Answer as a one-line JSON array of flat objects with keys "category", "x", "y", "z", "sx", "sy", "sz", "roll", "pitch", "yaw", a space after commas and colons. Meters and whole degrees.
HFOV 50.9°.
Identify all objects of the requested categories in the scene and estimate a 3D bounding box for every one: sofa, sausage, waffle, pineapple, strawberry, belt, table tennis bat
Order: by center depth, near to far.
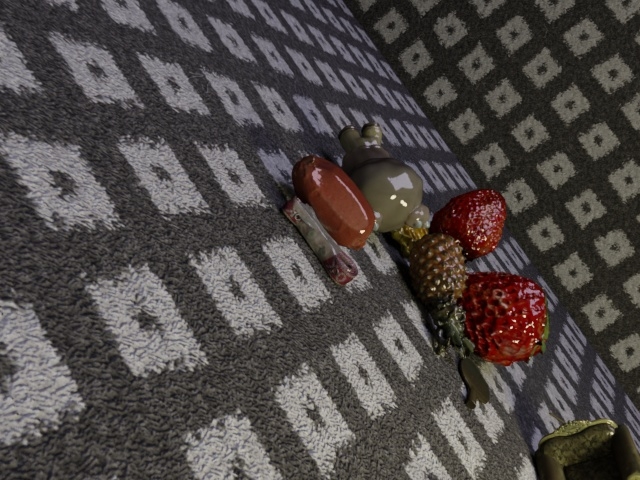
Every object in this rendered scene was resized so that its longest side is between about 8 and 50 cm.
[{"category": "belt", "x": 0.000, "y": 0.000, "z": 1.536, "sx": 0.232, "sy": 0.053, "sz": 0.071, "roll": 53, "pitch": 30, "yaw": 0}, {"category": "sausage", "x": 0.032, "y": -0.090, "z": 1.610, "sx": 0.254, "sy": 0.148, "sz": 0.148, "roll": 54, "pitch": 22, "yaw": 3}, {"category": "sofa", "x": 0.702, "y": 0.601, "z": 1.754, "sx": 0.182, "sy": 0.258, "sz": 0.200, "roll": 59, "pitch": 20, "yaw": -21}, {"category": "table tennis bat", "x": 0.411, "y": 0.390, "z": 1.806, "sx": 0.131, "sy": 0.022, "sz": 0.234, "roll": 54, "pitch": 20, "yaw": 0}, {"category": "pineapple", "x": 0.332, "y": 0.153, "z": 1.851, "sx": 0.175, "sy": 0.175, "sz": 0.361, "roll": 34, "pitch": 44, "yaw": -38}, {"category": "strawberry", "x": 0.512, "y": 0.228, "z": 1.971, "sx": 0.292, "sy": 0.310, "sz": 0.291, "roll": -3, "pitch": 90, "yaw": -74}, {"category": "waffle", "x": 0.269, "y": -0.042, "z": 2.104, "sx": 0.307, "sy": 0.060, "sz": 0.312, "roll": 54, "pitch": 23, "yaw": -6}, {"category": "strawberry", "x": 0.529, "y": -0.062, "z": 2.361, "sx": 0.239, "sy": 0.288, "sz": 0.250, "roll": 40, "pitch": 3, "yaw": -5}]

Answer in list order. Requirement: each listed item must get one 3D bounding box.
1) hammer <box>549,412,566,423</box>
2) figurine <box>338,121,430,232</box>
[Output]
[{"category": "hammer", "x": 0.802, "y": 0.602, "z": 2.245, "sx": 0.110, "sy": 0.035, "sz": 0.019, "roll": 33, "pitch": 27, "yaw": -21}, {"category": "figurine", "x": 0.159, "y": -0.179, "z": 1.893, "sx": 0.249, "sy": 0.203, "sz": 0.380, "roll": 0, "pitch": 51, "yaw": -24}]
